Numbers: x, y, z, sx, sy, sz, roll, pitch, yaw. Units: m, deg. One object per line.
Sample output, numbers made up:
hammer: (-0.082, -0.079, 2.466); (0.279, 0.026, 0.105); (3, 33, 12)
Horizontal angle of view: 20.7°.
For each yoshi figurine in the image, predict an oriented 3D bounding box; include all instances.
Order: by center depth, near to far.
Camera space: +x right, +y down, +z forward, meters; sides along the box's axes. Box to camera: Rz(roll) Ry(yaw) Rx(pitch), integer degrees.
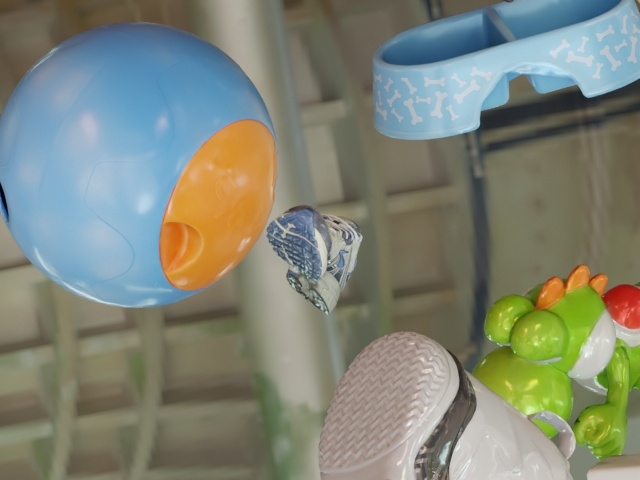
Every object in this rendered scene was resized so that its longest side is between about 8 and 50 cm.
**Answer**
yoshi figurine: (0.274, 0.143, 1.902); (0.204, 0.203, 0.362); (-13, 165, 37)

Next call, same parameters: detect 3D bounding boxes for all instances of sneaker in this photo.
sneaker: (0.000, 0.000, 1.276); (0.058, 0.052, 0.135); (-50, 162, -15)
sneaker: (0.083, 0.266, 1.286); (0.210, 0.365, 0.137); (24, 164, -33)

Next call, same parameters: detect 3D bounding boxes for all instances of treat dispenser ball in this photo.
treat dispenser ball: (-0.186, -0.077, 1.772); (0.288, 0.288, 0.288); (-10, -173, 1)

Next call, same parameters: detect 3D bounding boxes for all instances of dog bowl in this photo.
dog bowl: (0.190, -0.187, 1.776); (0.297, 0.074, 0.166); (-15, -156, -1)

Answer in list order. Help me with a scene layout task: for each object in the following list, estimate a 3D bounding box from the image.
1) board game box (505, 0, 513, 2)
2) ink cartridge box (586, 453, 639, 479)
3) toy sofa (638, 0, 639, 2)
board game box: (0.137, -0.388, 1.643); (0.141, 0.232, 0.291); (28, -178, 22)
ink cartridge box: (0.377, 0.284, 1.730); (0.203, 0.148, 0.086); (-8, -179, 25)
toy sofa: (0.344, -0.253, 1.029); (0.362, 0.150, 0.177); (-44, 164, 31)
